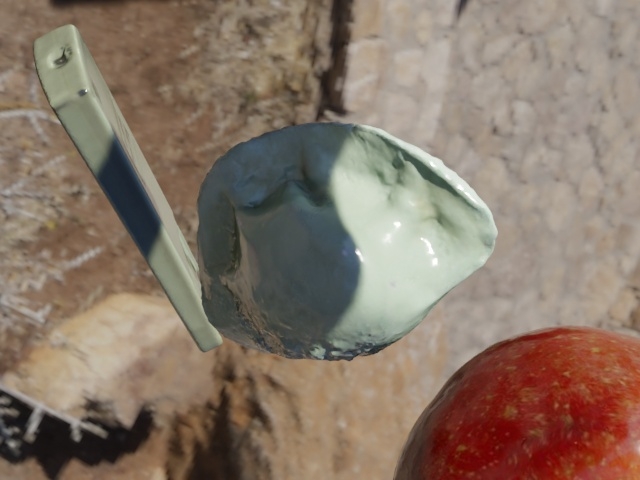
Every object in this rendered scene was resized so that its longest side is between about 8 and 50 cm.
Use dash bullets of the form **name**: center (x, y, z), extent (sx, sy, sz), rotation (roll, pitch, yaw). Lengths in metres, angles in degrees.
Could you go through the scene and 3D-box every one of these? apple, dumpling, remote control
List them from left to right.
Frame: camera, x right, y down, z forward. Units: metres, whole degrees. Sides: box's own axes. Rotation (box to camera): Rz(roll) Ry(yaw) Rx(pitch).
- **remote control**: center (-0.152, -0.034, 1.120), extent (0.038, 0.123, 0.285), rotation (-24, 129, -1)
- **dumpling**: center (0.002, 0.013, 0.864), extent (0.152, 0.219, 0.108), rotation (44, 34, -30)
- **apple**: center (0.232, 0.250, 1.201), extent (0.348, 0.277, 0.348), rotation (0, 91, -5)
